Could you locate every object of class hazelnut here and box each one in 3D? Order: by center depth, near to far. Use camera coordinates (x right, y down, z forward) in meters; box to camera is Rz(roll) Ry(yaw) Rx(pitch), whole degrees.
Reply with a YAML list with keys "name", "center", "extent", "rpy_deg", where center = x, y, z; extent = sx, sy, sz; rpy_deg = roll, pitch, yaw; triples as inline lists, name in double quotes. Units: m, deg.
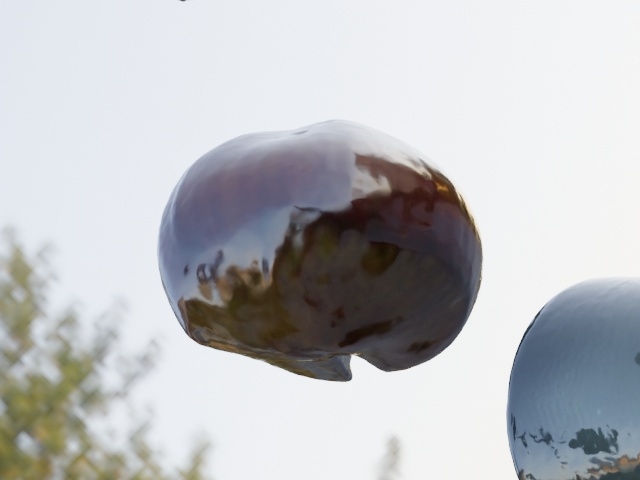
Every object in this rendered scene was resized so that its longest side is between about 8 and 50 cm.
- name: "hazelnut"
  center: [0.000, 0.000, 1.473]
  extent: [0.251, 0.217, 0.217]
  rpy_deg: [-1, -26, -3]

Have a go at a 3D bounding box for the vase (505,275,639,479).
- name: "vase"
  center: [0.273, 0.097, 1.059]
  extent: [0.321, 0.173, 0.173]
  rpy_deg: [-7, 21, 48]
